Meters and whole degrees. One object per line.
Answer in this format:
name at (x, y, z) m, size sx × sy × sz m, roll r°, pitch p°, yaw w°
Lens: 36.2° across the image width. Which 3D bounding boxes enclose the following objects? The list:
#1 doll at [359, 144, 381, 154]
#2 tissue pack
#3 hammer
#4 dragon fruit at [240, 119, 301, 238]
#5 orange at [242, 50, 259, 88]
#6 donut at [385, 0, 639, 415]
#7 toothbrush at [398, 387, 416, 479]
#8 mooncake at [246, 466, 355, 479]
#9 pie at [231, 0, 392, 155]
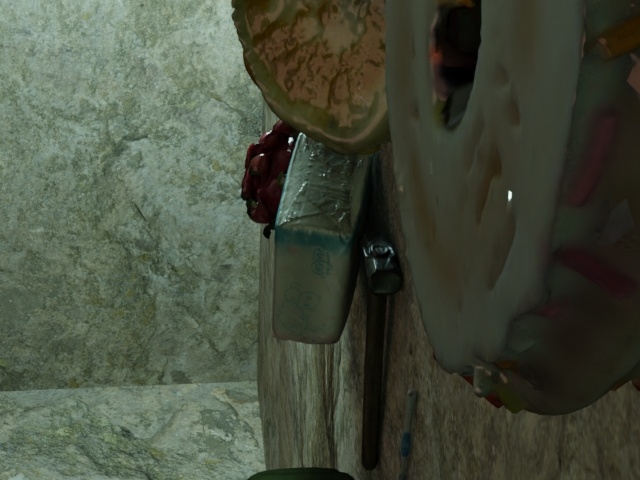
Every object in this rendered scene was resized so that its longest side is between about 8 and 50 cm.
doll at (0.066, -0.274, 1.049) m, size 0.199 × 0.145 × 0.362 m, roll 31°, pitch 121°, yaw 33°
tissue pack at (-0.001, 0.002, 1.431) m, size 0.271 × 0.124 × 0.201 m, roll 97°, pitch -172°, yaw -51°
hammer at (0.072, 0.168, 1.351) m, size 0.111 × 0.044 × 0.365 m, roll -103°, pitch 13°, yaw -60°
dragon fruit at (-0.040, -0.116, 1.623) m, size 0.198 × 0.218 × 0.272 m, roll 47°, pitch 151°, yaw 16°
orange at (-0.036, -0.300, 1.579) m, size 0.177 × 0.178 × 0.155 m, roll -132°, pitch 53°, yaw -79°
donut at (0.127, -0.100, 0.481) m, size 0.382 × 0.143 × 0.382 m, roll 178°, pitch 90°, yaw -83°
toothbrush at (0.106, 0.244, 1.204) m, size 0.017 × 0.014 × 0.162 m, roll -75°, pitch -10°, yaw -61°
mooncake at (-0.018, 0.509, 1.457) m, size 0.351 × 0.188 × 0.351 m, roll 178°, pitch 90°, yaw -77°
pie at (0.023, -0.252, 0.941) m, size 0.339 × 0.077 × 0.338 m, roll 12°, pitch 107°, yaw 45°
